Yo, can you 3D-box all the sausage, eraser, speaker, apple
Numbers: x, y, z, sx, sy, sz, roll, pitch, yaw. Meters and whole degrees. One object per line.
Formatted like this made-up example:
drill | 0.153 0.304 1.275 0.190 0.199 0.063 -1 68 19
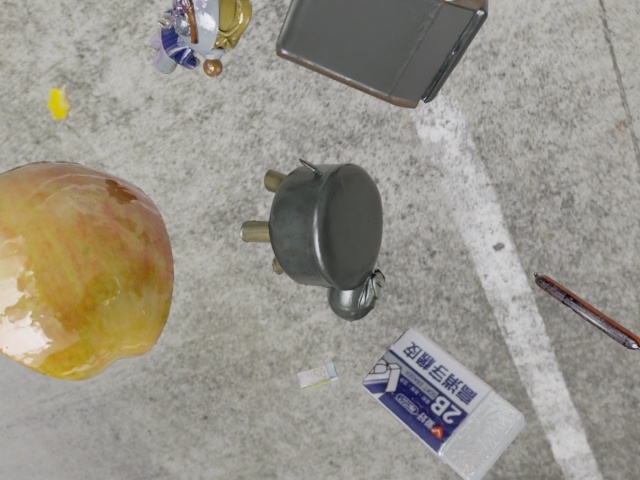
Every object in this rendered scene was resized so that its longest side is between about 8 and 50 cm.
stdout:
sausage | 0.398 0.105 0.998 0.198 0.028 0.025 40 99 34
eraser | -0.006 0.294 1.441 0.083 0.038 0.019 -16 142 -6
eraser | 0.175 0.236 0.969 0.210 0.124 0.068 37 168 35
speaker | 0.069 -0.284 0.708 0.192 0.231 0.153 21 140 -11
apple | -0.378 0.043 0.982 0.309 0.314 0.252 39 142 40

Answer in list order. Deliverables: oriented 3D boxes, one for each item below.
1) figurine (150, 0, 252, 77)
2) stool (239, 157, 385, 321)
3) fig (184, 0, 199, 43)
figurine | -0.245 -0.415 1.269 0.274 0.133 0.194 19 101 48
stool | -0.005 0.004 0.853 0.139 0.153 0.228 3 105 36
fig | -0.192 -0.354 0.831 0.133 0.146 0.201 -18 86 58
